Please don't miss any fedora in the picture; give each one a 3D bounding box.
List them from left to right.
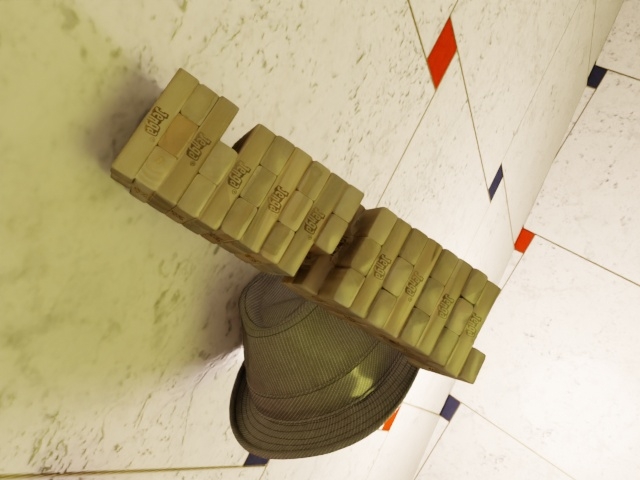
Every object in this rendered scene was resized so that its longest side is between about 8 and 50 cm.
[{"bbox_3d":[-0.009,0.090,0.633,0.124,0.244,0.275,65,32,-21],"label":"fedora"}]

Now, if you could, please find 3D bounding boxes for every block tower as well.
[{"bbox_3d":[0.000,0.000,0.482,0.335,0.091,0.097,34,77,-17],"label":"block tower"}]
